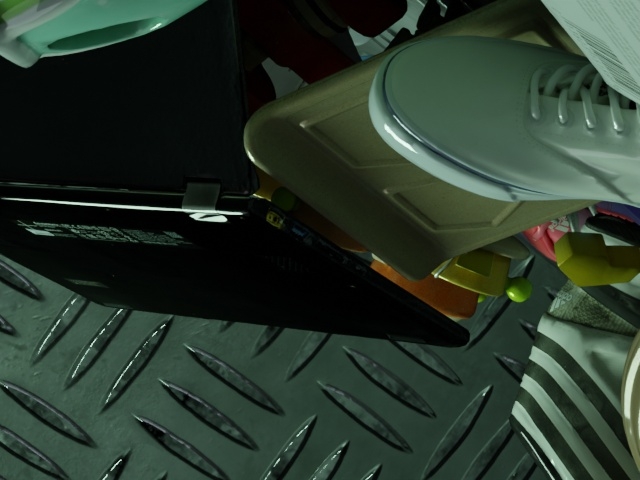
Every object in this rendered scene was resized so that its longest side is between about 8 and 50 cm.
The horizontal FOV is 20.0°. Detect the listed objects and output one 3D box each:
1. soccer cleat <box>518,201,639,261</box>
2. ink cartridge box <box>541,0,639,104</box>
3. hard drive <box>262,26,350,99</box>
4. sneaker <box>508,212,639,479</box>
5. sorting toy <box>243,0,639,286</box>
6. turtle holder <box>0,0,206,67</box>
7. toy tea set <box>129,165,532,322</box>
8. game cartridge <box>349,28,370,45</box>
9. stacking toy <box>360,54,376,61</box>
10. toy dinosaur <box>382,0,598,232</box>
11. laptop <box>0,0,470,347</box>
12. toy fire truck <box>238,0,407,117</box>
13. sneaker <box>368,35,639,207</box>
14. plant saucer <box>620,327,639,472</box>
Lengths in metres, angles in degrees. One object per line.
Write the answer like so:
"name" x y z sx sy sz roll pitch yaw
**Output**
"soccer cleat" 0.169 -0.059 1.490 0.318 0.108 0.116 32 -153 -36
"ink cartridge box" 0.171 -0.093 0.748 0.239 0.060 0.275 36 179 37
"hard drive" -0.148 -0.199 1.658 0.307 0.203 0.040 24 154 16
"sneaker" 0.347 0.182 1.406 0.447 0.257 0.169 26 -174 -7
"sorting toy" 0.126 -0.050 1.140 0.307 0.229 0.041 36 -143 -46
"turtle holder" -0.123 -0.210 0.854 0.243 0.227 0.320 36 -179 -25
"toy tea set" 0.000 0.000 1.460 0.336 0.124 0.200 20 -172 1
"game cartridge" -0.075 -0.296 1.792 0.297 0.062 0.198 37 -175 -13
"stacking toy" 0.134 -0.091 1.763 0.175 0.165 0.302 20 176 -24
"toy dinosaur" 0.138 -0.110 1.319 0.160 0.121 0.313 25 172 16
"laptop" -0.124 -0.112 1.280 0.382 0.236 0.408 5 161 40
"toy fire truck" -0.080 -0.247 1.400 0.302 0.169 0.254 35 -152 -45
"sneaker" 0.156 -0.067 0.966 0.258 0.094 0.091 11 157 -2
"plant saucer" 0.333 0.136 1.218 0.278 0.278 0.041 37 -141 3
